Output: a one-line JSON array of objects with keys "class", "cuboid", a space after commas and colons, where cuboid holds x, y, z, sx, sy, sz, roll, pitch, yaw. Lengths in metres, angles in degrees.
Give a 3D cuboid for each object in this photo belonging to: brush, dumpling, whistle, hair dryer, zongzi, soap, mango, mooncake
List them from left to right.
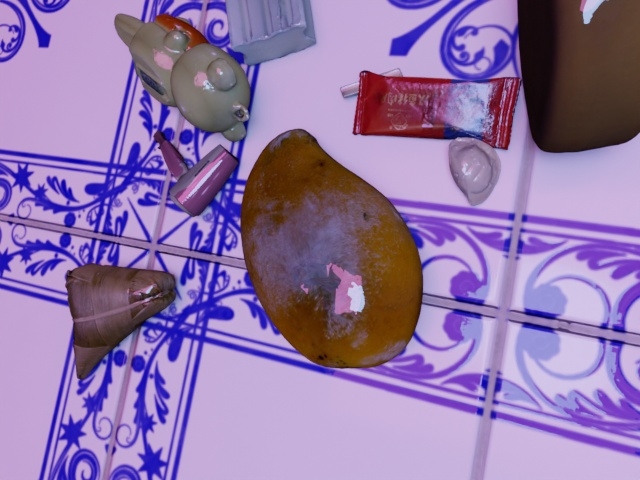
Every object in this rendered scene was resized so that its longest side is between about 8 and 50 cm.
[{"class": "zongzi", "cuboid": [-0.283, 0.124, 0.692, 0.160, 0.078, 0.176, 3, 94, 19]}, {"class": "whistle", "cuboid": [-0.197, -0.245, 0.688, 0.288, 0.131, 0.106, 40, 67, 22]}, {"class": "hair dryer", "cuboid": [-0.200, -0.117, 0.709, 0.154, 0.054, 0.106, 40, 92, 24]}, {"class": "soap", "cuboid": [-0.078, -0.362, 0.688, 0.114, 0.063, 0.199, -10, 79, 16]}, {"class": "mango", "cuboid": [0.000, 0.000, 0.573, 0.192, 0.146, 0.316, -29, 68, 5]}, {"class": "brush", "cuboid": [0.068, -0.208, 0.645, 0.083, 0.013, 0.016, -17, 82, 9]}, {"class": "dumpling", "cuboid": [0.184, -0.086, 0.575, 0.059, 0.043, 0.077, -19, 71, -4]}, {"class": "mooncake", "cuboid": [0.263, -0.197, 0.472, 0.116, 0.235, 0.235, -9, 80, 15]}]

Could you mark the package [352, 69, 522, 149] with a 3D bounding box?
[{"class": "package", "cuboid": [0.136, -0.164, 0.601, 0.200, 0.022, 0.083, 11, 107, 23]}]
